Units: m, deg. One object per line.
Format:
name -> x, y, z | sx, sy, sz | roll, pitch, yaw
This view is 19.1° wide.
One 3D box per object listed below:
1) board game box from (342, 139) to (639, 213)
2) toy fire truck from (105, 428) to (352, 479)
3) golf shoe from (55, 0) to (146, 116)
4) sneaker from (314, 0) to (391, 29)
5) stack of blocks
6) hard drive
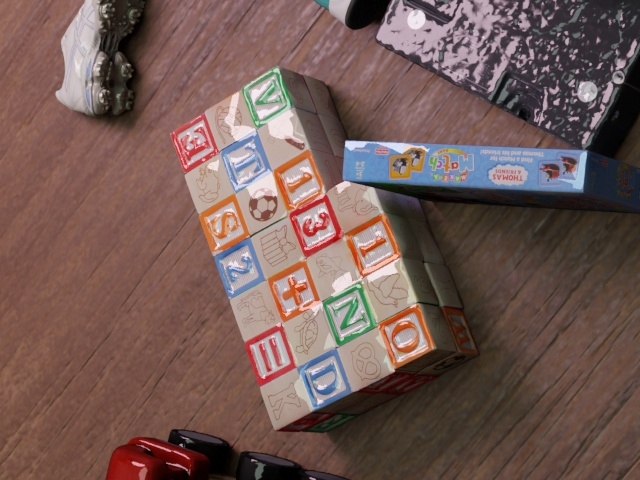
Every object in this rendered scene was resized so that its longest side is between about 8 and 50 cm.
board game box -> 0.149, -0.052, 1.547 | 0.211, 0.160, 0.039 | 3, 86, 31
toy fire truck -> -0.116, 0.258, 1.613 | 0.217, 0.246, 0.158 | 14, 91, 31
golf shoe -> -0.222, -0.209, 1.841 | 0.086, 0.069, 0.176 | 8, 87, 37
sneaker -> 0.040, -0.356, 1.677 | 0.178, 0.124, 0.295 | 36, 104, 19
stack of blocks -> 0.000, 0.000, 1.670 | 0.171, 0.087, 0.297 | -30, 70, 24
hard drive -> 0.218, -0.267, 1.590 | 0.237, 0.064, 0.339 | 30, 100, 29
